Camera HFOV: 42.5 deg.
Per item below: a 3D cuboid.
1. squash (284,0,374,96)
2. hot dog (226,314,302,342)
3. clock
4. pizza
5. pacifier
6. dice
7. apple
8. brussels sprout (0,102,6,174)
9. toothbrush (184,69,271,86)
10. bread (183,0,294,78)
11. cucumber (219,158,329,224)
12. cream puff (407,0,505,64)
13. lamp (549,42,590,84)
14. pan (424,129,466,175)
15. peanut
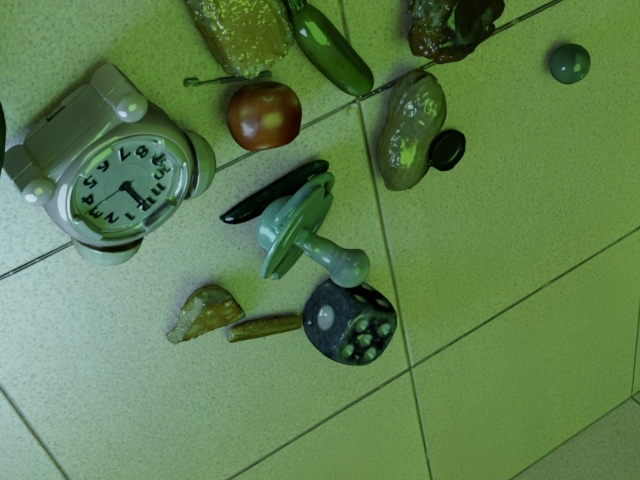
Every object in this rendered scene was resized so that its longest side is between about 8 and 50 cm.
[{"bbox_3d":[0.013,-0.405,1.739,0.094,0.094,0.341,-47,136,3],"label":"squash"},{"bbox_3d":[-0.142,0.219,2.111,0.216,0.047,0.066,-9,162,-29],"label":"hot dog"},{"bbox_3d":[-0.394,-0.129,1.597,0.342,0.184,0.326,-39,139,2],"label":"clock"},{"bbox_3d":[-0.259,0.158,1.973,0.204,0.080,0.188,-14,152,-39],"label":"pizza"},{"bbox_3d":[0.000,0.000,1.875,0.288,0.269,0.343,-58,174,4],"label":"pacifier"},{"bbox_3d":[0.077,0.210,2.162,0.183,0.182,0.181,14,113,-39],"label":"dice"},{"bbox_3d":[-0.115,-0.254,1.711,0.164,0.163,0.139,-15,117,-26],"label":"apple"},{"bbox_3d":[-0.669,-0.140,1.320,0.315,0.276,0.371,23,107,-39],"label":"brussels sprout"},{"bbox_3d":[-0.190,-0.334,1.700,0.195,0.014,0.017,-12,126,-28],"label":"toothbrush"},{"bbox_3d":[-0.151,-0.429,1.584,0.174,0.121,0.245,-32,139,0],"label":"bread"},{"bbox_3d":[-0.102,-0.108,1.899,0.284,0.056,0.056,-30,134,-7],"label":"cucumber"},{"bbox_3d":[0.296,-0.507,1.820,0.269,0.155,0.241,-43,136,-4],"label":"cream puff"},{"bbox_3d":[0.648,-0.458,2.139,0.105,0.105,0.105,-19,130,-24],"label":"lamp"},{"bbox_3d":[0.290,-0.203,2.113,0.212,0.040,0.114,-39,136,-15],"label":"pan"},{"bbox_3d":[0.214,-0.255,1.960,0.149,0.149,0.313,-5,123,-33],"label":"peanut"}]
